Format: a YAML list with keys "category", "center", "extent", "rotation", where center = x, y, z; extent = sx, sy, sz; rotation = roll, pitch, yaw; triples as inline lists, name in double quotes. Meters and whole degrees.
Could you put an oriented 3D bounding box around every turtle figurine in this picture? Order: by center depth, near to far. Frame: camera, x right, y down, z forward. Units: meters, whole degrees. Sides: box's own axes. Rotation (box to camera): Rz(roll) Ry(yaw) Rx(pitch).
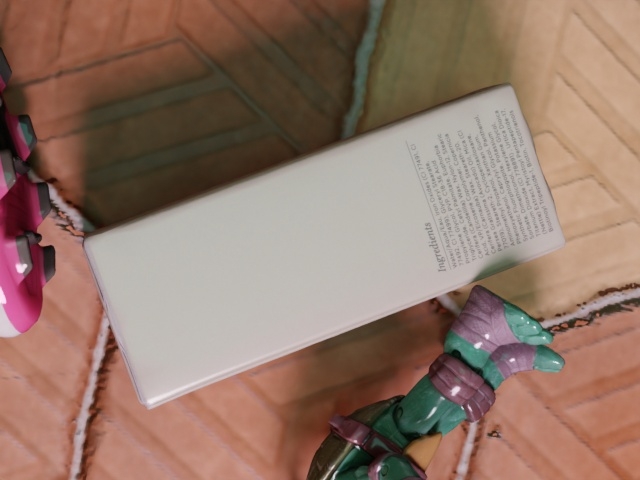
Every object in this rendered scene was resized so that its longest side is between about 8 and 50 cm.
- category: "turtle figurine"
  center: [0.054, 0.143, 0.859]
  extent: [0.118, 0.175, 0.234]
  rotation: [36, 85, 6]

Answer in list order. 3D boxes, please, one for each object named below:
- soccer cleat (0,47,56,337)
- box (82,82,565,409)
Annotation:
- category: "soccer cleat"
  center: [-0.256, -0.094, 0.825]
  extent: [0.143, 0.116, 0.331]
  rotation: [-16, 90, 0]
- category: "box"
  center: [0.000, 0.000, 0.872]
  extent: [0.275, 0.094, 0.113]
  rotation: [-19, 95, -8]
